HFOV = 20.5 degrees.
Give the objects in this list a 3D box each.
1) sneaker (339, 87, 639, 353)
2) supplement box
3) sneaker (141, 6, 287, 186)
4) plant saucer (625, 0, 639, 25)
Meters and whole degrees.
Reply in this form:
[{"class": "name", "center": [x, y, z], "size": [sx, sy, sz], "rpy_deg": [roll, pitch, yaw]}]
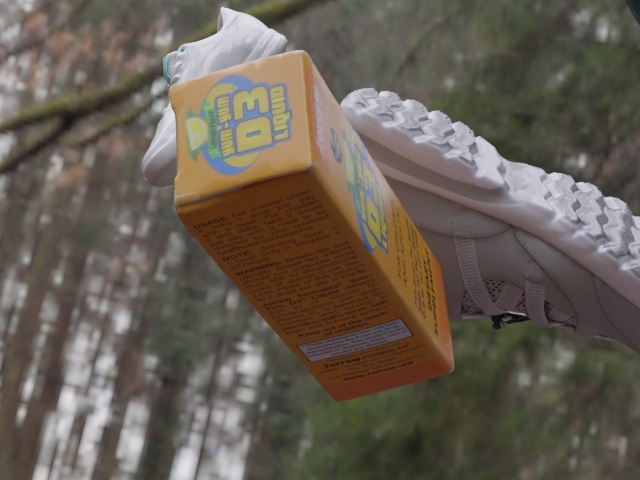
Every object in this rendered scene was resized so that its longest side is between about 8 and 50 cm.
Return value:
[{"class": "sneaker", "center": [0.121, 0.012, 1.131], "size": [0.281, 0.105, 0.115], "rpy_deg": [30, -67, 8]}, {"class": "supplement box", "center": [0.000, 0.000, 0.927], "size": [0.080, 0.078, 0.233], "rpy_deg": [-16, -32, 16]}, {"class": "sneaker", "center": [-0.127, -0.145, 1.747], "size": [0.094, 0.212, 0.080], "rpy_deg": [35, -28, 5]}, {"class": "plant saucer", "center": [0.249, -0.072, 0.651], "size": [0.317, 0.044, 0.317], "rpy_deg": [34, -14, 9]}]
